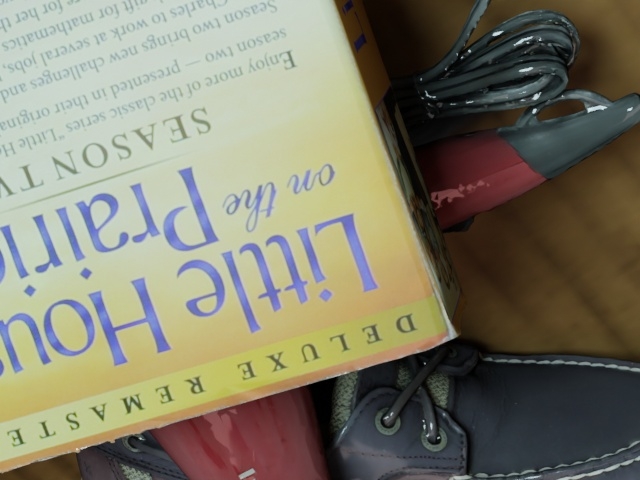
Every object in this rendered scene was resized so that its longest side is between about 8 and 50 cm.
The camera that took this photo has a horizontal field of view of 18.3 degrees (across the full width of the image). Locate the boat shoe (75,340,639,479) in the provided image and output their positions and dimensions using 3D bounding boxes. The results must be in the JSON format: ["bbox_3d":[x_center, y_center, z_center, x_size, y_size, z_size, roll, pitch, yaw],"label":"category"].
[{"bbox_3d":[0.023,0.085,0.881,0.285,0.103,0.092,-5,128,14],"label":"boat shoe"}]

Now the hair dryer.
[{"bbox_3d":[0.000,0.000,0.783,0.223,0.080,0.293,15,108,8],"label":"hair dryer"}]

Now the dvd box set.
[{"bbox_3d":[-0.157,-0.120,0.702,0.307,0.062,0.420,-18,102,14],"label":"dvd box set"}]
